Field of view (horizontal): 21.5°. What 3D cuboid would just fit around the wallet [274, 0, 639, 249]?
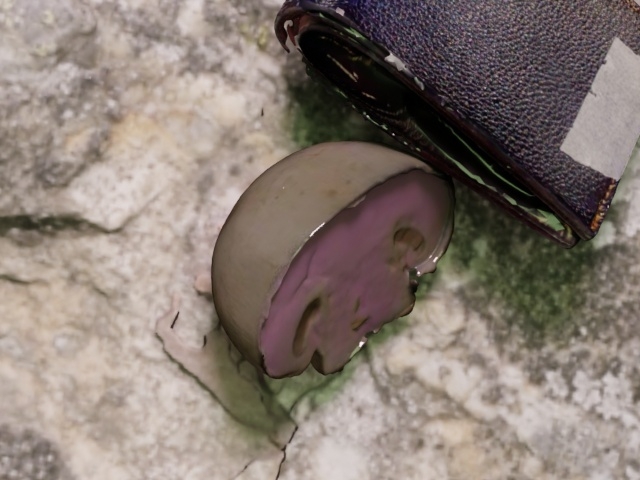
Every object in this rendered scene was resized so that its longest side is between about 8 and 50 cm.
[{"bbox_3d":[0.116,-0.144,1.169,0.262,0.071,0.221,36,52,-10],"label":"wallet"}]

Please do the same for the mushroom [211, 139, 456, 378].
[{"bbox_3d":[0.000,0.000,1.158,0.188,0.141,0.117,-35,61,-20],"label":"mushroom"}]
